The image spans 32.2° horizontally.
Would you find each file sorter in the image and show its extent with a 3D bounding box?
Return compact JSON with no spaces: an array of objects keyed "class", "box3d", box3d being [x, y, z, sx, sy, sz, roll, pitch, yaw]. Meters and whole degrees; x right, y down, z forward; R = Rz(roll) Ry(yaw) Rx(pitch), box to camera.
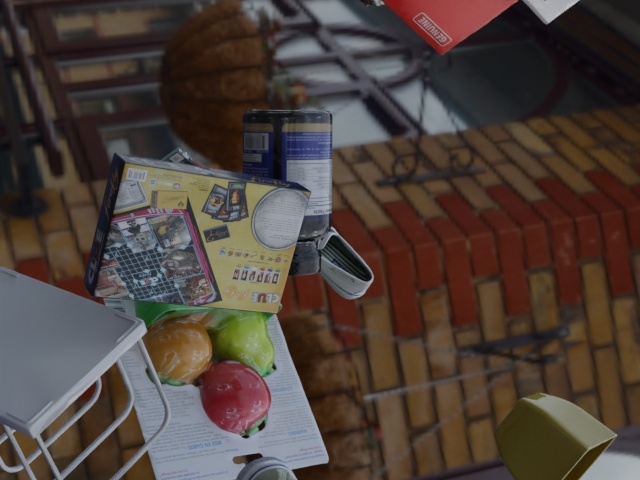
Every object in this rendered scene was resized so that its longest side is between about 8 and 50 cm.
[{"class":"file sorter","box3d":[-0.359,0.186,1.402,0.278,0.193,0.173,16,-44,35]}]

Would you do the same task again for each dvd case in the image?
[{"class":"dvd case","box3d":[-0.217,-0.104,1.862,0.087,0.119,0.013,-29,-143,42]}]

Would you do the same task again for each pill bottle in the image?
[{"class":"pill bottle","box3d":[-0.045,-0.066,1.494,0.123,0.123,0.219,-160,-110,-71]}]

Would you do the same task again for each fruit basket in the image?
[{"class":"fruit basket","box3d":[-0.170,0.202,1.702,0.165,0.327,0.353,-34,-113,41]}]

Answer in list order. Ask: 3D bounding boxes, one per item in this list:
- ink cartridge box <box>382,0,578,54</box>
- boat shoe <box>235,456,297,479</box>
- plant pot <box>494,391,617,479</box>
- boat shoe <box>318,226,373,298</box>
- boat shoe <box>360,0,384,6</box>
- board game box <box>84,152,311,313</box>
[{"class":"ink cartridge box","box3d":[0.154,-0.318,1.130,0.261,0.296,0.066,-35,-133,24]},{"class":"boat shoe","box3d":[-0.021,0.400,1.324,0.302,0.109,0.094,66,-11,-22]},{"class":"plant pot","box3d":[0.217,0.193,1.065,0.083,0.081,0.081,44,-66,24]},{"class":"boat shoe","box3d":[0.000,0.000,1.825,0.226,0.083,0.076,39,-33,-4]},{"class":"boat shoe","box3d":[0.071,-0.368,1.638,0.125,0.038,0.046,-47,133,-75]},{"class":"board game box","box3d":[-0.144,-0.004,1.317,0.042,0.243,0.165,36,-66,56]}]
